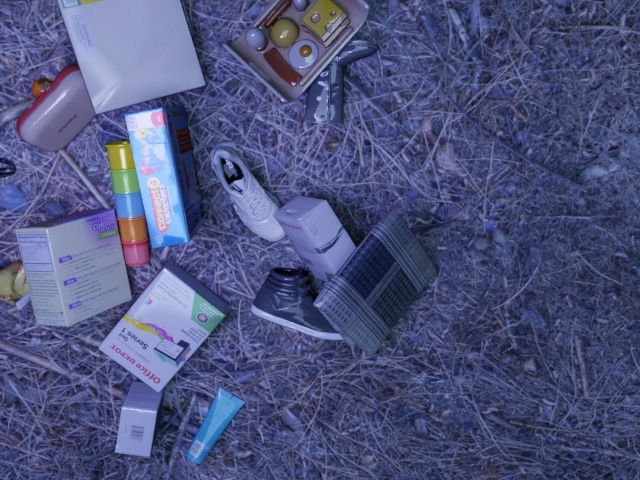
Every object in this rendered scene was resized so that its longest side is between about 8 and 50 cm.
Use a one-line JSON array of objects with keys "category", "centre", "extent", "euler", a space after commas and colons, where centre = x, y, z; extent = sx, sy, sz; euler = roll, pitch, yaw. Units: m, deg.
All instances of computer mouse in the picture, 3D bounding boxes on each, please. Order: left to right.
[{"category": "computer mouse", "centre": [-0.890, -0.161, 1.790], "extent": [0.242, 0.041, 0.071], "euler": [-14, 101, -2]}]

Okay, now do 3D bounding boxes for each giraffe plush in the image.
[{"category": "giraffe plush", "centre": [-0.748, 0.111, 1.802], "extent": [0.171, 0.210, 0.181], "euler": [3, 106, 25]}]

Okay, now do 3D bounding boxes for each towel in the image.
[{"category": "towel", "centre": [0.143, 0.112, 1.800], "extent": [0.312, 0.056, 0.324], "euler": [-51, 139, -9]}]

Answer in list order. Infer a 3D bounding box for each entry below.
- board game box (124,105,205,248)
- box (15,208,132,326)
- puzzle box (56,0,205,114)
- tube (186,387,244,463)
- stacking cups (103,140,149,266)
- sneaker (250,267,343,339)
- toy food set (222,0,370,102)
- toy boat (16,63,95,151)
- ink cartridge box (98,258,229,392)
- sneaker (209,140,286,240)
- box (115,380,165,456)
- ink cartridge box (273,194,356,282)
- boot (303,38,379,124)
[{"category": "board game box", "centre": [-0.358, -0.161, 1.691], "extent": [0.086, 0.308, 0.301], "euler": [-10, 101, 0]}, {"category": "box", "centre": [-0.600, 0.062, 1.751], "extent": [0.117, 0.214, 0.242], "euler": [0, 105, 31]}, {"category": "puzzle box", "centre": [-0.458, -0.526, 1.668], "extent": [0.272, 0.052, 0.408], "euler": [-19, 101, -17]}, {"category": "tube", "centre": [-0.295, 0.510, 1.957], "extent": [0.080, 0.052, 0.207], "euler": [31, 92, -14]}, {"category": "stacking cups", "centre": [-0.476, -0.093, 1.813], "extent": [0.096, 0.096, 0.315], "euler": [-6, 105, -3]}, {"category": "sneaker", "centre": [-0.023, 0.160, 1.876], "extent": [0.296, 0.104, 0.146], "euler": [17, 104, -3]}, {"category": "toy food set", "centre": [-0.059, -0.514, 1.720], "extent": [0.220, 0.092, 0.306], "euler": [44, 96, 9]}, {"category": "toy boat", "centre": [-0.647, -0.339, 1.739], "extent": [0.231, 0.151, 0.151], "euler": [-44, 71, 5]}, {"category": "ink cartridge box", "centre": [-0.405, 0.222, 1.856], "extent": [0.201, 0.117, 0.278], "euler": [40, 96, -10]}, {"category": "sneaker", "centre": [-0.185, -0.115, 1.809], "extent": [0.110, 0.118, 0.292], "euler": [-36, 102, 1]}, {"category": "box", "centre": [-0.470, 0.464, 1.871], "extent": [0.091, 0.170, 0.130], "euler": [9, 100, -7]}, {"category": "ink cartridge box", "centre": [0.000, 0.000, 1.791], "extent": [0.093, 0.160, 0.219], "euler": [-41, 115, -18]}, {"category": "boot", "centre": [0.051, -0.396, 1.792], "extent": [0.190, 0.076, 0.208], "euler": [1, 94, 10]}]
